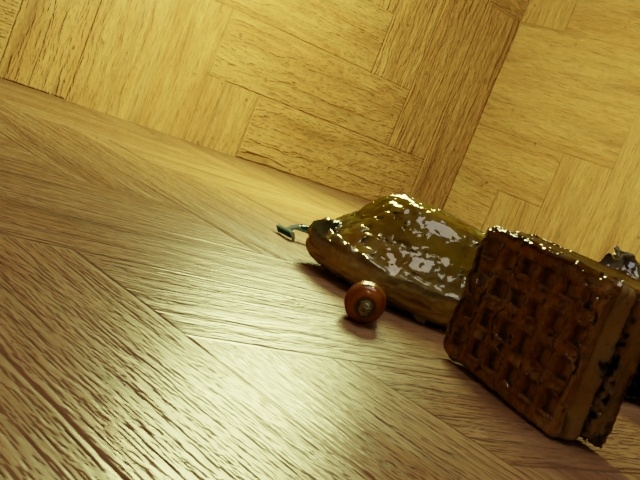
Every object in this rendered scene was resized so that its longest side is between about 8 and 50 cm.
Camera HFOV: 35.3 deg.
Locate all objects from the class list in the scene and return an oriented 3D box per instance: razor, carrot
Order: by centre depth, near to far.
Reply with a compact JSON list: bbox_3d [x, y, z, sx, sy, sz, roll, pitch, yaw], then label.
[{"bbox_3d":[0.076,0.087,1.530,0.061,0.061,0.256,23,4,7],"label":"carrot"},{"bbox_3d":[0.001,-0.004,2.110,0.191,0.037,0.068,17,6,-33],"label":"razor"}]

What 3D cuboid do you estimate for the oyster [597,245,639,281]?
[{"bbox_3d":[0.512,0.131,1.925,0.271,0.275,0.100,6,-36,-6],"label":"oyster"}]

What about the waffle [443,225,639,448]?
[{"bbox_3d":[0.289,0.112,1.319,0.091,0.213,0.308,17,9,-24],"label":"waffle"}]

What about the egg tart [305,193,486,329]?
[{"bbox_3d":[0.196,0.033,1.831,0.443,0.178,0.443,23,7,-3],"label":"egg tart"}]

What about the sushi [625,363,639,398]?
[{"bbox_3d":[0.520,0.209,1.721,0.212,0.115,0.147,18,7,-36],"label":"sushi"}]
